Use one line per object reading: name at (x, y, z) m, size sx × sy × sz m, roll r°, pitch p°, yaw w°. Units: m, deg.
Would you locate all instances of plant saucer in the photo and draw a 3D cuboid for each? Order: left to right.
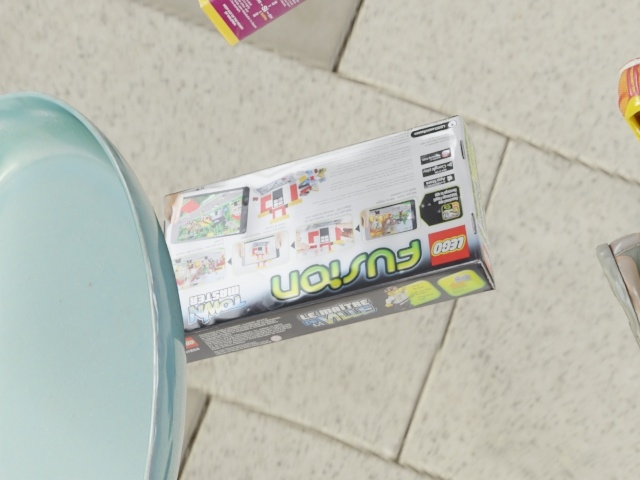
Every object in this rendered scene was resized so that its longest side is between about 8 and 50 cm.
plant saucer at (-0.158, 0.083, 0.718) m, size 0.043 × 0.317 × 0.318 m, roll 9°, pitch 61°, yaw -41°

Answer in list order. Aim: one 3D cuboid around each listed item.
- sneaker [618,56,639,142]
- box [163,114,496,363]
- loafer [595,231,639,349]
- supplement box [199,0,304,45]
sneaker at (0.288, -0.077, 1.123) m, size 0.175 × 0.064 × 0.067 m, roll 33°, pitch 51°, yaw -35°
box at (0.000, 0.000, 0.881) m, size 0.207 × 0.036 × 0.114 m, roll -14°, pitch 54°, yaw 15°
loafer at (0.231, 0.050, 0.969) m, size 0.039 × 0.045 × 0.125 m, roll -25°, pitch 114°, yaw 10°
supplement box at (-0.042, -0.182, 0.958) m, size 0.083 × 0.043 × 0.055 m, roll -29°, pitch 43°, yaw 12°
